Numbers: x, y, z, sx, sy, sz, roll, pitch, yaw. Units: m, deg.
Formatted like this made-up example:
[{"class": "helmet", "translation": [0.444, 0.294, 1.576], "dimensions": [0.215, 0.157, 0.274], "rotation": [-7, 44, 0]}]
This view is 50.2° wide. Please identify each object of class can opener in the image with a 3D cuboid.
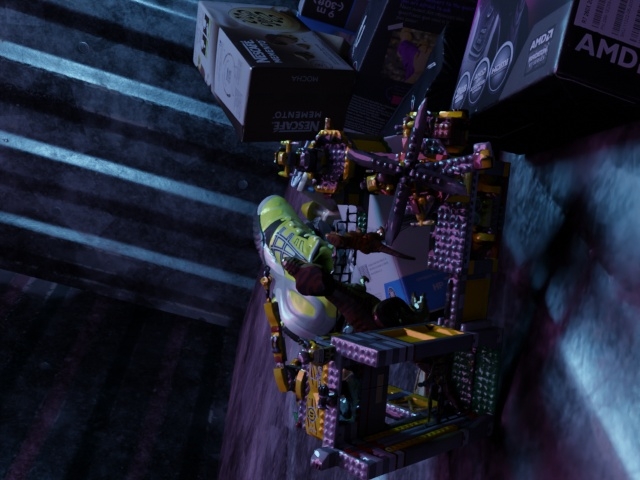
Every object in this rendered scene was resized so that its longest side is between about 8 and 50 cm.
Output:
[{"class": "can opener", "translation": [0.000, 0.000, 1.650], "dimensions": [0.283, 0.076, 0.095], "rotation": [-108, 3, -74]}]

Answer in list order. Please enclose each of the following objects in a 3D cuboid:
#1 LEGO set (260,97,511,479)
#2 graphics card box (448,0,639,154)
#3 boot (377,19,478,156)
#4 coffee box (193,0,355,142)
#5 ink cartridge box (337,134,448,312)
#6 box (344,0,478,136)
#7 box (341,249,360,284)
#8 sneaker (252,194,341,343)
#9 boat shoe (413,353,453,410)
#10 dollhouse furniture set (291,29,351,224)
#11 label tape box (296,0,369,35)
[{"class": "LEGO set", "translation": [0.023, 0.040, 0.585], "dimensions": [0.255, 0.192, 0.331], "rotation": [22, 106, 45]}, {"class": "graphics card box", "translation": [0.227, -0.273, 0.588], "dimensions": [0.233, 0.094, 0.371], "rotation": [177, 108, -80]}, {"class": "boot", "translation": [0.138, -0.131, 0.876], "dimensions": [0.207, 0.094, 0.246], "rotation": [119, 167, -52]}, {"class": "coffee box", "translation": [-0.086, -0.278, 1.100], "dimensions": [0.297, 0.168, 0.119], "rotation": [-122, 37, -47]}, {"class": "ink cartridge box", "translation": [0.085, -0.009, 0.771], "dimensions": [0.139, 0.082, 0.191], "rotation": [143, 112, -75]}, {"class": "box", "translation": [0.133, -0.303, 1.049], "dimensions": [0.270, 0.143, 0.165], "rotation": [116, 166, -45]}, {"class": "box", "translation": [0.087, 0.030, 1.029], "dimensions": [0.231, 0.056, 0.183], "rotation": [-164, 90, -81]}, {"class": "sneaker", "translation": [-0.030, 0.035, 1.402], "dimensions": [0.147, 0.145, 0.385], "rotation": [-44, 45, 23]}, {"class": "boat shoe", "translation": [0.116, 0.140, 0.685], "dimensions": [0.045, 0.050, 0.135], "rotation": [174, 112, -75]}, {"class": "dollhouse furniture set", "translation": [-0.035, -0.211, 1.326], "dimensions": [0.286, 0.198, 0.303], "rotation": [24, -92, -61]}, {"class": "label tape box", "translation": [0.097, -0.426, 1.178], "dimensions": [0.334, 0.240, 0.106], "rotation": [114, 166, -47]}]
